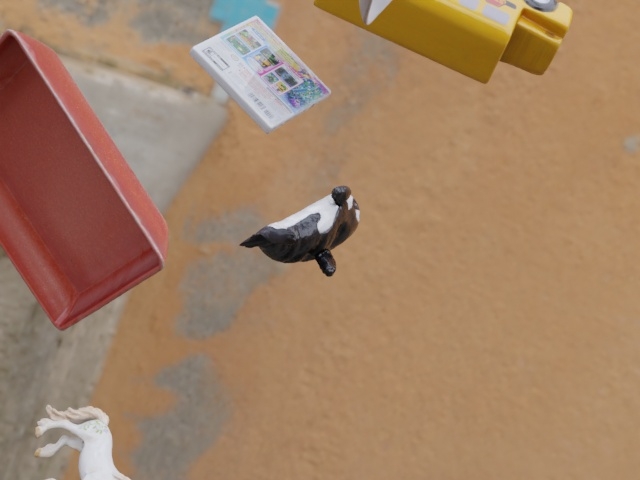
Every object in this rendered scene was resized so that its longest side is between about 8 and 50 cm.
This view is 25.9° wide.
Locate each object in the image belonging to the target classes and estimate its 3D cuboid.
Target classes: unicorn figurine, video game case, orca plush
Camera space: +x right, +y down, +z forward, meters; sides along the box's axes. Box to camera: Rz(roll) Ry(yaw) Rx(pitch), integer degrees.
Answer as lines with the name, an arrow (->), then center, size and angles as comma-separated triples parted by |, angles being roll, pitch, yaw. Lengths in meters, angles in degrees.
unicorn figurine -> -0.240, 0.243, 1.455 | 0.111, 0.060, 0.162 | 0, 68, -18
video game case -> -0.081, -0.229, 1.907 | 0.157, 0.019, 0.143 | 46, 44, 8
orca plush -> 0.000, 0.000, 2.029 | 0.102, 0.151, 0.287 | 54, 13, 6

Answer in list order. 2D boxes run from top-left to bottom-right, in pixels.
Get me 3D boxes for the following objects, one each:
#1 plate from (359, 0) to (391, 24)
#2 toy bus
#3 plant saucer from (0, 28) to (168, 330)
plate -> 0.123, -0.344, 1.282 | 0.045, 0.278, 0.277 | 41, -5, 5
toy bus -> 0.170, -0.320, 1.911 | 0.333, 0.108, 0.130 | 25, 49, 1
plant saucer -> -0.263, -0.057, 1.367 | 0.048, 0.258, 0.259 | -36, 95, -37
